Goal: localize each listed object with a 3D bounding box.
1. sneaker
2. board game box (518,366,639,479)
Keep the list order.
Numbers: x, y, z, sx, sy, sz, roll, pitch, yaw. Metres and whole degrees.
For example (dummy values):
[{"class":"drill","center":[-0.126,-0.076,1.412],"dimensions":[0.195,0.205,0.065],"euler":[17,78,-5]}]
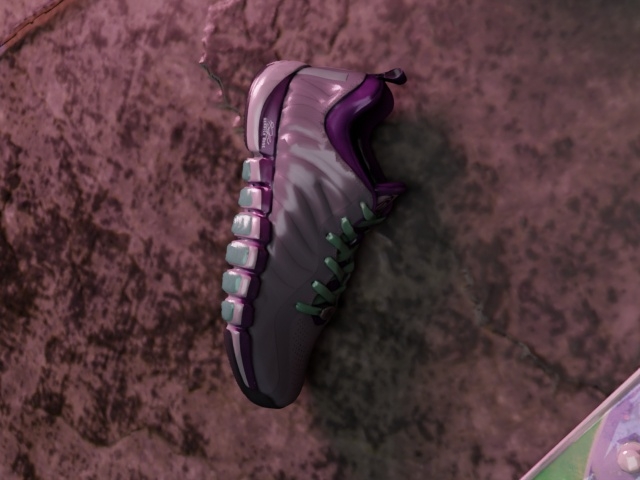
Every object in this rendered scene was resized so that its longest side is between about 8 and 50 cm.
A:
[{"class":"sneaker","center":[0.000,0.000,0.493],"dimensions":[0.098,0.083,0.224],"euler":[5,95,24]},{"class":"board game box","center":[0.319,0.174,0.343],"dimensions":[0.390,0.050,0.390],"euler":[46,112,18]}]
